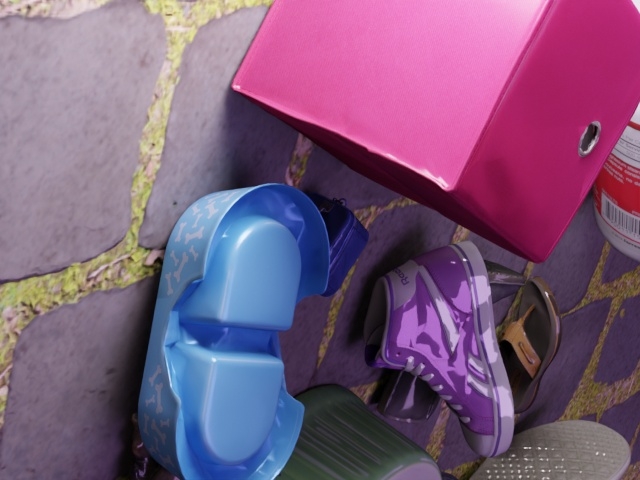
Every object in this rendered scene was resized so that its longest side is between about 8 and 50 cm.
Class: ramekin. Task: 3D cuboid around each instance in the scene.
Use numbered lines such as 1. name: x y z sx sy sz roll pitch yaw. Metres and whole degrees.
1. ramekin: 0.009 0.335 1.662 0.303 0.148 0.303 -37 142 -37

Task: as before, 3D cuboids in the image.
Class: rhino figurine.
1. rhino figurine: -0.103 0.214 1.465 0.243 0.073 0.106 -7 113 -52

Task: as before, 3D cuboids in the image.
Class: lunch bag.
1. lunch bag: 0.000 0.000 1.459 0.098 0.067 0.065 -60 151 -6

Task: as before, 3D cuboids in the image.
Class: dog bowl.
1. dog bowl: -0.085 0.090 1.328 0.166 0.074 0.297 9 91 -49

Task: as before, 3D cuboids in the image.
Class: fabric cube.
1. fabric cube: 0.126 -0.165 1.331 0.254 0.259 0.258 -61 150 -1

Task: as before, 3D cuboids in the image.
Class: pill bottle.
1. pill bottle: 0.477 -0.170 1.901 0.229 0.229 0.407 -46 146 -27

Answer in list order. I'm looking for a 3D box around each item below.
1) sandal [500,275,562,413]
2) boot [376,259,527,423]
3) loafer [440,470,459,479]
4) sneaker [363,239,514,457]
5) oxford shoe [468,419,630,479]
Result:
1. sandal: 0.282 0.154 2.030 0.060 0.090 0.219 -5 127 -31
2. boot: 0.168 0.128 1.816 0.190 0.076 0.208 2 106 -42
3. loafer: 0.113 0.372 1.939 0.302 0.095 0.109 8 77 -64
4. sneaker: 0.131 0.149 1.702 0.161 0.102 0.282 -21 110 -16
5. oxford shoe: 0.294 0.413 2.156 0.449 0.169 0.130 -30 135 -32
